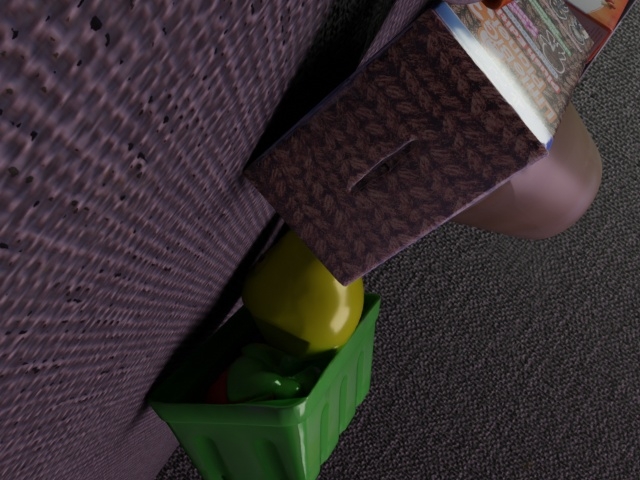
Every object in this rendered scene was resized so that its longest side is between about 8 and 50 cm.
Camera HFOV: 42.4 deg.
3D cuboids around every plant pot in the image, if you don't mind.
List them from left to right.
[{"bbox_3d":[0.271,-0.143,1.265,0.323,0.280,0.323,-34,-138,37],"label":"plant pot"}]

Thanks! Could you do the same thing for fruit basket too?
[{"bbox_3d":[-0.058,0.134,1.219,0.392,0.283,0.392,-3,90,-67],"label":"fruit basket"}]

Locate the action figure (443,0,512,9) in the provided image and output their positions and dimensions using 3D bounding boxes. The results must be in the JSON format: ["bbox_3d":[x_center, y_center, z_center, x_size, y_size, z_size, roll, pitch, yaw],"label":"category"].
[{"bbox_3d":[0.188,-0.269,0.519,0.330,0.178,0.341,-35,172,0],"label":"action figure"}]

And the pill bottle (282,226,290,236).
[{"bbox_3d":[0.000,0.000,1.359,0.117,0.117,0.215,-53,177,-32],"label":"pill bottle"}]

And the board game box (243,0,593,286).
[{"bbox_3d":[0.105,-0.129,0.779,0.232,0.141,0.291,-36,-171,37],"label":"board game box"}]

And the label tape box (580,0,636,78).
[{"bbox_3d":[0.381,-0.422,1.361,0.347,0.249,0.115,-54,177,0],"label":"label tape box"}]

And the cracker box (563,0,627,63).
[{"bbox_3d":[0.327,-0.374,1.206,0.155,0.232,0.067,-52,175,-46],"label":"cracker box"}]
